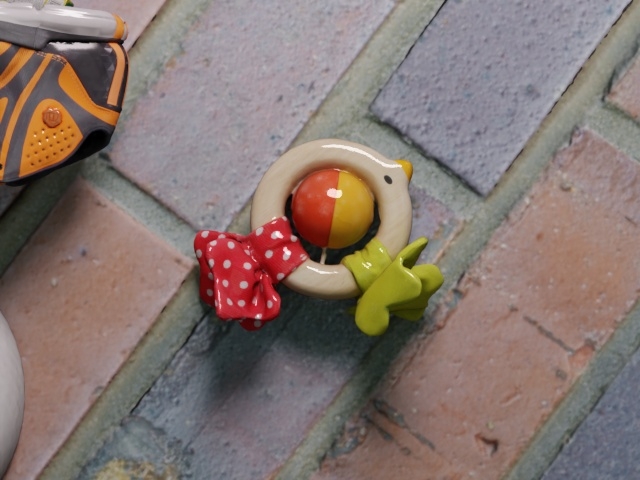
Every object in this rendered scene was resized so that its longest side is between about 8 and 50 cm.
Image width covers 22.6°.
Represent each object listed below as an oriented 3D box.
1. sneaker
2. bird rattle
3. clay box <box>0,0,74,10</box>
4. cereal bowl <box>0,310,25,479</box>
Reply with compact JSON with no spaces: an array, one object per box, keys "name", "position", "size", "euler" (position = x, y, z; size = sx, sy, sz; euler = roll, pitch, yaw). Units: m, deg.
[{"name":"sneaker","position":[-0.349,-0.142,1.544],"size":[0.321,0.124,0.180],"euler":[5,92,-3]},{"name":"bird rattle","position":[0.000,0.000,1.625],"size":[0.253,0.143,0.207],"euler":[8,79,13]},{"name":"clay box","position":[-0.379,-0.231,1.630],"size":[0.222,0.053,0.127],"euler":[24,91,0]},{"name":"cereal bowl","position":[-0.473,0.159,1.596],"size":[0.338,0.141,0.339],"euler":[0,90,-1]}]
